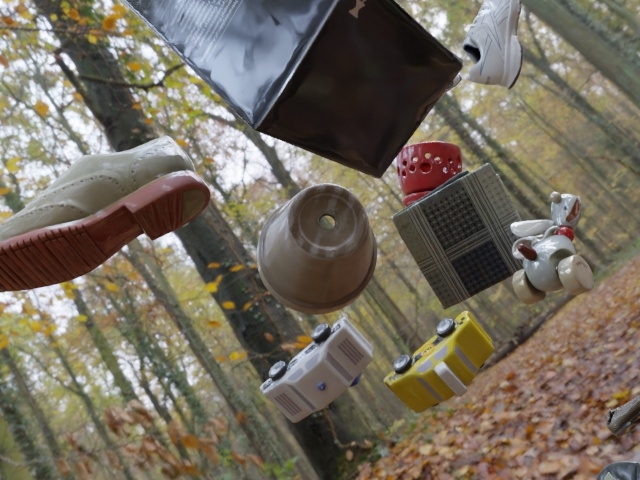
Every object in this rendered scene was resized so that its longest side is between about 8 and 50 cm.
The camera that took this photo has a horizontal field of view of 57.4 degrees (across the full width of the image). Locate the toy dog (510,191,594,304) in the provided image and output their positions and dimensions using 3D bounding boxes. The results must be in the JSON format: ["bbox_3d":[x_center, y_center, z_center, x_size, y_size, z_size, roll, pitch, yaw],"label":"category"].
[{"bbox_3d":[0.514,-0.006,1.337,0.220,0.161,0.334,-36,20,26],"label":"toy dog"}]

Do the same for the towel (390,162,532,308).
[{"bbox_3d":[0.399,-0.012,1.612,0.312,0.324,0.056,-29,10,9],"label":"towel"}]

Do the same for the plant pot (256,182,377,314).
[{"bbox_3d":[0.000,0.000,1.457,0.323,0.323,0.280,-33,-12,-14],"label":"plant pot"}]

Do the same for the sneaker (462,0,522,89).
[{"bbox_3d":[0.406,-0.505,1.393,0.129,0.298,0.111,2,-16,3],"label":"sneaker"}]

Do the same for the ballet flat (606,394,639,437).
[{"bbox_3d":[0.728,0.341,1.299,0.084,0.058,0.250,9,-55,-37],"label":"ballet flat"}]

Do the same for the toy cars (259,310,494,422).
[{"bbox_3d":[0.100,0.215,0.941,0.393,0.177,0.087,-2,16,-8],"label":"toy cars"}]

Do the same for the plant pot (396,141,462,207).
[{"bbox_3d":[0.316,-0.179,1.702,0.190,0.174,0.191,1,-11,0],"label":"plant pot"}]

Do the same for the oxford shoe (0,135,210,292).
[{"bbox_3d":[-0.381,-0.042,0.918,0.396,0.147,0.141,-23,-23,-18],"label":"oxford shoe"}]

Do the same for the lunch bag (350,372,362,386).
[{"bbox_3d":[0.052,0.326,1.453,0.098,0.065,0.067,-26,10,22],"label":"lunch bag"}]

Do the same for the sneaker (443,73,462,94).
[{"bbox_3d":[0.331,-0.405,1.531,0.043,0.040,0.109,-27,7,-21],"label":"sneaker"}]

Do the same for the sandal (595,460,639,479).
[{"bbox_3d":[0.448,0.341,0.624,0.120,0.302,0.086,-67,-29,-11],"label":"sandal"}]

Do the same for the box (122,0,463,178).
[{"bbox_3d":[-0.049,-0.304,0.832,0.293,0.395,0.212,12,-61,-54],"label":"box"}]
